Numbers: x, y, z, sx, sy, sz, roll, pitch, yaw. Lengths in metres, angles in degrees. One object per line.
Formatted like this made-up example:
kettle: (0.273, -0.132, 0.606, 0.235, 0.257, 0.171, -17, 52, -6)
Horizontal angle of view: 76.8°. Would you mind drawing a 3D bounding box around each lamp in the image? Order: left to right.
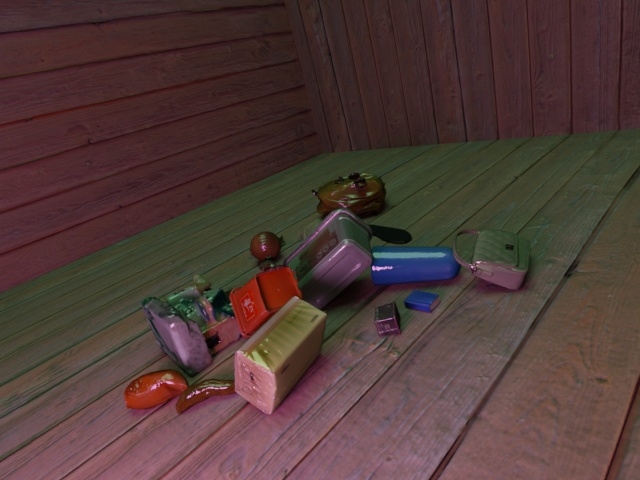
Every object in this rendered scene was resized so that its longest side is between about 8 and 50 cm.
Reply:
lamp: (-0.241, 0.026, 1.778, 0.136, 0.136, 0.136, -13, 21, 5)

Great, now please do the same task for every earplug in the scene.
earplug: (0.307, 0.077, 1.293, 0.272, 0.133, 0.132, -3, 24, 19)

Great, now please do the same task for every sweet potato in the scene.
sweet potato: (-0.281, 0.380, 1.026, 0.182, 0.053, 0.054, -17, 15, -3)

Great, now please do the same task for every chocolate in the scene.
chocolate: (-0.221, 0.106, 1.704, 0.064, 0.031, 0.100, -29, 26, -20)

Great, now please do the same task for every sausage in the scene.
sausage: (-0.433, 0.388, 1.064, 0.179, 0.089, 0.089, -17, 21, 3)

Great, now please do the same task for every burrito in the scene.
burrito: (-0.004, 0.001, 1.722, 0.143, 0.105, 0.299, -26, 23, -1)

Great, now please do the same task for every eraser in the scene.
eraser: (0.296, 0.176, 1.175, 0.084, 0.027, 0.063, 7, 29, 44)

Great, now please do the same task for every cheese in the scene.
cheese: (-0.250, 0.022, 1.910, 0.171, 0.048, 0.092, -23, 20, -20)

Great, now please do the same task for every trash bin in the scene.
trash bin: (-0.142, 0.171, 1.182, 0.184, 0.161, 0.238, -12, -17, -31)

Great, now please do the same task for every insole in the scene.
insole: (0.276, -0.031, 1.732, 0.110, 0.012, 0.309, -27, 24, -26)

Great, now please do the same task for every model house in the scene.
model house: (-0.355, 0.225, 1.291, 0.325, 0.194, 0.267, -26, 23, -35)

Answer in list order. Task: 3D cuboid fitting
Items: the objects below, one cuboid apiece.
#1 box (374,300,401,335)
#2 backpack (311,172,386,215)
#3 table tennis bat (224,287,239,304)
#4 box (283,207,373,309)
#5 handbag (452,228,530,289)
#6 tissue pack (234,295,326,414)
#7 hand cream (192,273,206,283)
box: (0.185, 0.217, 1.114, 0.063, 0.060, 0.085, -17, 20, 17)
backpack: (0.151, -0.236, 2.078, 0.377, 0.201, 0.353, -12, 17, 0)
table tennis bat: (-0.311, 0.208, 1.531, 0.234, 0.022, 0.131, -20, 20, -5)
box: (0.031, 0.070, 1.304, 0.312, 0.175, 0.182, -44, 26, 19)
handbag: (0.511, 0.034, 1.224, 0.219, 0.079, 0.256, 19, 33, 18)
tissue pack: (-0.094, 0.274, 0.988, 0.125, 0.159, 0.234, 24, 37, 23)
hand cream: (-0.509, 0.183, 1.707, 0.061, 0.039, 0.143, -22, 27, -23)
